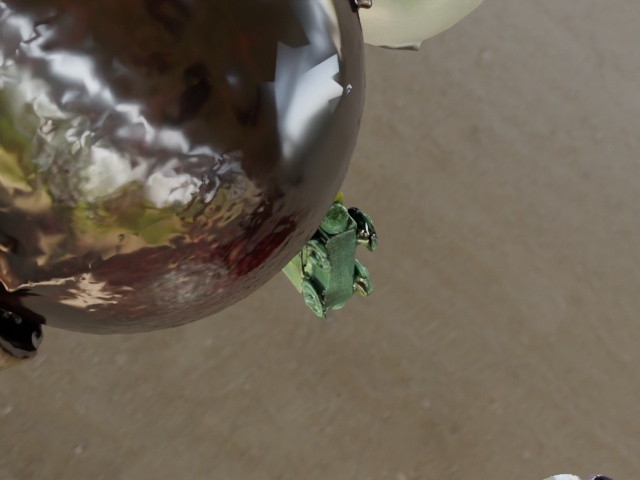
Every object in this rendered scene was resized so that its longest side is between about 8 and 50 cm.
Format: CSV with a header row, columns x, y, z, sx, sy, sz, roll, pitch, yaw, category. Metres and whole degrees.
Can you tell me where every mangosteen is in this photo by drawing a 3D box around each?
x,y,z,sx,sy,sz,roll,pitch,yaw,category
-0.146,-0.082,0.914,0.347,0.307,0.307,-29,78,2,mangosteen

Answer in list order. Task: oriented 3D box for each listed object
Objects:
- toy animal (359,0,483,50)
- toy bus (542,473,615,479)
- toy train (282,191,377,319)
x,y,z,sx,sy,sz,roll,pitch,yaw,category
0.026,-0.268,1.248,0.212,0.212,0.267,15,50,-27,toy animal
0.201,0.251,1.170,0.202,0.142,0.142,24,27,-29,toy bus
0.000,0.000,1.213,0.050,0.122,0.081,-30,64,-17,toy train
